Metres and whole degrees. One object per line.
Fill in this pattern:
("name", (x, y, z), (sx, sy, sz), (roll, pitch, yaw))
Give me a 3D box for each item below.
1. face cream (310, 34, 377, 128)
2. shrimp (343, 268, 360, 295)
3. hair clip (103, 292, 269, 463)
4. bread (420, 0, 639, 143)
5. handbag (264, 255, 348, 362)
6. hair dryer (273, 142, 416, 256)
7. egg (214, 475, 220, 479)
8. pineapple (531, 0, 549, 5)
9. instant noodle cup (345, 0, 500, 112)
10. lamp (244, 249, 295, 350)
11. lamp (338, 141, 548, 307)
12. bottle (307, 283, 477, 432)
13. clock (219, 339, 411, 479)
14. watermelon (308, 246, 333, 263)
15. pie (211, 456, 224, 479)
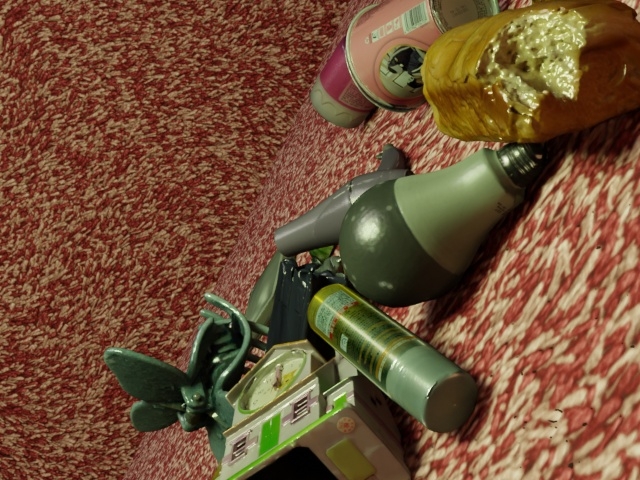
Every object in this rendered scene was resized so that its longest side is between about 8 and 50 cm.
("face cream", (0.087, -0.420, 1.978), (0.195, 0.175, 0.175), (-54, 16, 39))
("shrimp", (0.058, 0.066, 1.445), (0.095, 0.045, 0.162), (155, 133, -69))
("hair clip", (-0.235, 0.309, 1.619), (0.318, 0.392, 0.238), (106, -172, -47))
("bread", (0.248, -0.212, 0.918), (0.195, 0.148, 0.344), (-22, 12, -7))
("handbag", (-0.020, 0.143, 1.380), (0.326, 0.118, 0.269), (-163, 79, -75))
("hair dryer", (0.088, -0.102, 1.475), (0.301, 0.121, 0.361), (-22, 18, 32))
("egg", (-0.106, 0.433, 1.106), (0.183, 0.183, 0.217), (-53, 4, 39))
("pineapple", (0.351, -0.359, 1.077), (0.114, 0.077, 0.114), (-46, 22, 14))
("instant noodle cup", (0.206, -0.395, 1.434), (0.255, 0.244, 0.244), (-17, 47, 61))
("lamp", (-0.153, 0.154, 2.108), (0.266, 0.047, 0.269), (-54, 16, 36))
("lamp", (0.174, -0.025, 1.019), (0.314, 0.182, 0.182), (-27, 24, 12))
("bottle", (0.081, 0.140, 0.946), (0.286, 0.082, 0.082), (33, 97, 57))
("clock", (-0.023, 0.252, 1.054), (0.235, 0.166, 0.309), (-36, 15, 12))
("watermelon", (0.000, 0.000, 1.769), (0.105, 0.062, 0.105), (-163, 90, -77))
("pie", (-0.213, 0.584, 1.456), (0.337, 0.075, 0.337), (-59, 14, 24))
